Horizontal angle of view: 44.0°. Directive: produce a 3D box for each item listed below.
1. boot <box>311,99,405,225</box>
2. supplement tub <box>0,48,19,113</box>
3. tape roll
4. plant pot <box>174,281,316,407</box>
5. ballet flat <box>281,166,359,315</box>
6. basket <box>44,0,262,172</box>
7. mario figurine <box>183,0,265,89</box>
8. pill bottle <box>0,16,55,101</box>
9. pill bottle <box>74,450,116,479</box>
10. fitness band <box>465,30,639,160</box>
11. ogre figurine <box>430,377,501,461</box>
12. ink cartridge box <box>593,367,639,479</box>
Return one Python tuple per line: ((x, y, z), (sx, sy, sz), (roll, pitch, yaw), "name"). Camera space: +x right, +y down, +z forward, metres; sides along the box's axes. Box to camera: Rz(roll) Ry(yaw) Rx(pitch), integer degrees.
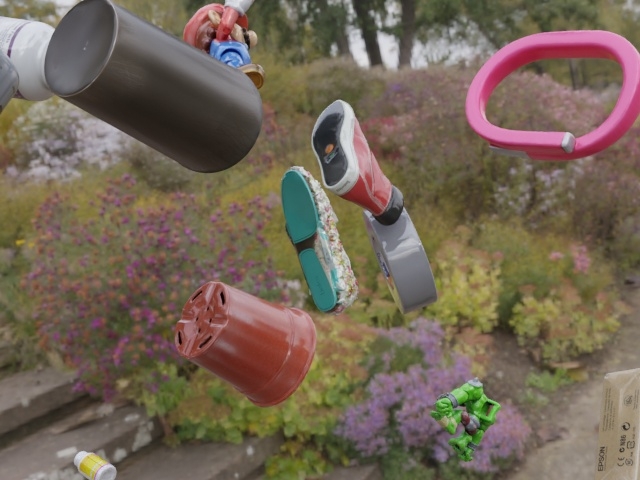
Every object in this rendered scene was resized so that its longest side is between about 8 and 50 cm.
((0.077, -0.138, 1.446), (0.176, 0.244, 0.088), (32, -56, -34), "boot")
((-0.647, -0.193, 1.270), (0.194, 0.193, 0.315), (-4, 53, 48), "supplement tub")
((0.153, 0.030, 1.539), (0.072, 0.219, 0.219), (-21, 7, -1), "tape roll")
((-0.199, 0.244, 1.970), (0.265, 0.272, 0.272), (32, -24, -36), "plant pot")
((0.000, 0.000, 1.243), (0.091, 0.240, 0.077), (-17, -3, 41), "ballet flat")
((-0.215, -0.197, 1.002), (0.204, 0.154, 0.227), (32, 5, 36), "basket")
((-0.163, -0.380, 1.619), (0.198, 0.320, 0.170), (-40, -45, 20), "mario figurine")
((-0.656, -0.391, 1.704), (0.302, 0.169, 0.169), (12, 12, 14), "pill bottle")
((-0.419, 0.420, 1.464), (0.083, 0.043, 0.043), (18, 24, 36), "pill bottle")
((0.357, -0.229, 1.231), (0.291, 0.208, 0.054), (14, -13, 47), "fitness band")
((0.307, 0.368, 1.646), (0.118, 0.197, 0.097), (-40, 18, -18), "ogre figurine")
((0.590, 0.379, 1.427), (0.088, 0.193, 0.234), (-23, 37, 46), "ink cartridge box")
